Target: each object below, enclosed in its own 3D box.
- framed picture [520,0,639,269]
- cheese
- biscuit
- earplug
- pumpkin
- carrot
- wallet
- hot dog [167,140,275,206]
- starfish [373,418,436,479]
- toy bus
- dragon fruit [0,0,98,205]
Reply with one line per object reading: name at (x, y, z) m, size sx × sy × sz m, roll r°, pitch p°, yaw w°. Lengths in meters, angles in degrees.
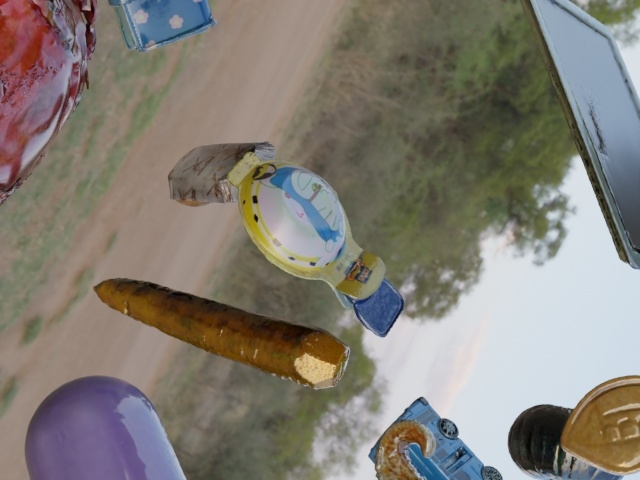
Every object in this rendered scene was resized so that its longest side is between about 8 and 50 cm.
framed picture at (0.256, -0.093, 0.833) m, size 0.016 × 0.273 × 0.216 m, roll -27°, pitch 158°, yaw 32°
cheese at (0.000, 0.000, 1.055) m, size 0.064 × 0.250 × 0.156 m, roll -36°, pitch -168°, yaw 42°
biscuit at (0.451, 0.263, 1.369) m, size 0.029 × 0.220 × 0.142 m, roll 76°, pitch 10°, yaw -62°
earplug at (-0.230, 0.380, 1.157) m, size 0.215 × 0.456 × 0.215 m, roll -22°, pitch 161°, yaw -8°
pumpkin at (0.416, 0.352, 1.605) m, size 0.202 × 0.202 × 0.140 m, roll 117°, pitch -16°, yaw -76°
carrot at (-0.120, 0.091, 1.063) m, size 0.066 × 0.314 × 0.066 m, roll 17°, pitch 90°, yaw -71°
wallet at (-0.237, -0.374, 1.340) m, size 0.141 × 0.202 × 0.059 m, roll -24°, pitch -151°, yaw -16°
hot dog at (-0.133, -0.087, 1.255) m, size 0.191 × 0.059 × 0.108 m, roll 4°, pitch -126°, yaw 53°
starfish at (0.143, 0.300, 0.798) m, size 0.113 × 0.312 × 0.303 m, roll -52°, pitch -152°, yaw 17°
toy bus at (0.154, 0.309, 1.273) m, size 0.106 × 0.185 × 0.090 m, roll -21°, pitch 151°, yaw -48°
dragon fruit at (-0.321, -0.141, 0.699) m, size 0.296 × 0.295 × 0.301 m, roll -62°, pitch 170°, yaw 31°
